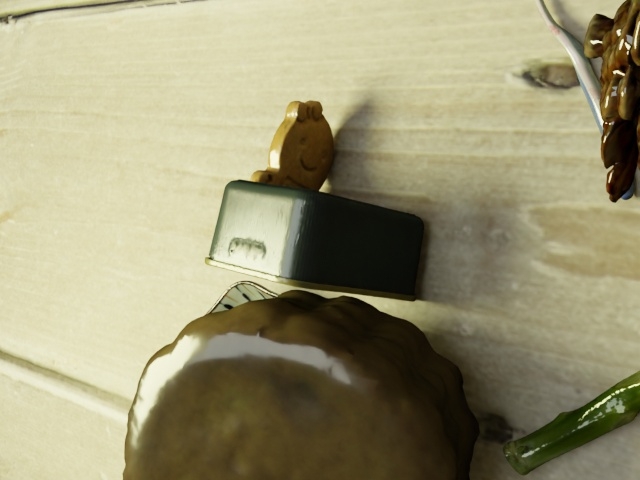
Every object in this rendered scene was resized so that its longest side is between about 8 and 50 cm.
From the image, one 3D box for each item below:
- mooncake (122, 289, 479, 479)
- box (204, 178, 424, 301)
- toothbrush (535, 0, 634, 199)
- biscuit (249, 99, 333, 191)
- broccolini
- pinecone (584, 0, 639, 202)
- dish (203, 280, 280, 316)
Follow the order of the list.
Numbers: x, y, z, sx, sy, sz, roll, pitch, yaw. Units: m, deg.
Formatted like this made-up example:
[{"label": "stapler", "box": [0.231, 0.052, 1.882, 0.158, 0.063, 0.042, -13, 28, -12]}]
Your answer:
[{"label": "mooncake", "box": [-0.018, 0.203, 0.857, 0.324, 0.187, 0.324, 3, 100, 19]}, {"label": "box", "box": [0.000, 0.000, 0.896, 0.144, 0.201, 0.090, 11, 91, 44]}, {"label": "toothbrush", "box": [0.232, -0.160, 0.812, 0.027, 0.021, 0.269, -33, 66, 42]}, {"label": "biscuit", "box": [-0.029, -0.057, 0.980, 0.027, 0.133, 0.184, 17, 71, 32]}, {"label": "broccolini", "box": [0.297, 0.109, 0.697, 0.392, 0.074, 0.079, -40, 55, 32]}, {"label": "pinecone", "box": [0.308, -0.106, 0.609, 0.272, 0.224, 0.224, 26, 105, 26]}, {"label": "dish", "box": [-0.061, 0.139, 1.030, 0.191, 0.066, 0.190, -2, 86, 39]}]
